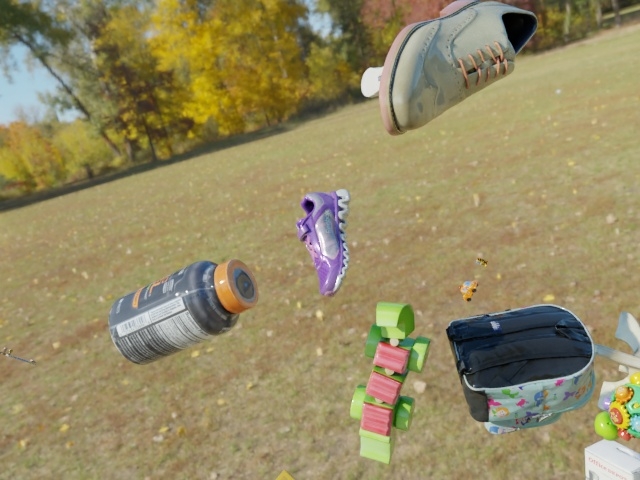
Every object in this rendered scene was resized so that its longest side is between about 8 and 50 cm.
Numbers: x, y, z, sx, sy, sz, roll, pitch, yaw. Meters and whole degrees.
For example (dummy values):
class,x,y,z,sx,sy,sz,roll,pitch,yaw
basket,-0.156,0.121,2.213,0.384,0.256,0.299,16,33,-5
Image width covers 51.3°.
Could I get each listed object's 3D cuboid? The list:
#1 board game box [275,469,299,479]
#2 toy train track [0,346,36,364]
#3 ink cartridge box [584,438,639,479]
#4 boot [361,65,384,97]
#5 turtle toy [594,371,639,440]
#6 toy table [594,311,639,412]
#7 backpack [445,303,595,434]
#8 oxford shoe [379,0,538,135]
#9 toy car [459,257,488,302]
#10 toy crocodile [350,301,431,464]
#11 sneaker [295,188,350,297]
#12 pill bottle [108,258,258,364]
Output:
class,x,y,z,sx,sy,sz,roll,pitch,yaw
board game box,0.033,0.684,1.569,0.242,0.317,0.064,31,73,39
toy train track,-0.560,0.210,1.225,0.048,0.014,0.083,3,-24,43
ink cartridge box,0.789,0.660,1.755,0.092,0.218,0.158,-11,13,-25
boot,0.165,-0.361,1.508,0.086,0.069,0.190,0,5,-22
turtle toy,0.461,0.263,1.001,0.066,0.095,0.130,-10,-33,-15
toy table,0.782,0.313,1.621,0.160,0.252,0.274,7,63,48
backpack,0.390,0.238,1.273,0.253,0.191,0.225,-17,32,8
oxford shoe,0.226,-0.295,1.071,0.146,0.141,0.397,9,44,36
toy car,0.390,0.100,1.720,0.040,0.060,0.122,26,52,7
toy crocodile,0.121,0.265,1.223,0.115,0.341,0.105,16,21,16
sneaker,0.000,0.000,1.332,0.104,0.237,0.095,10,-28,-18
pill bottle,-0.226,0.114,1.130,0.245,0.131,0.130,-24,8,22
